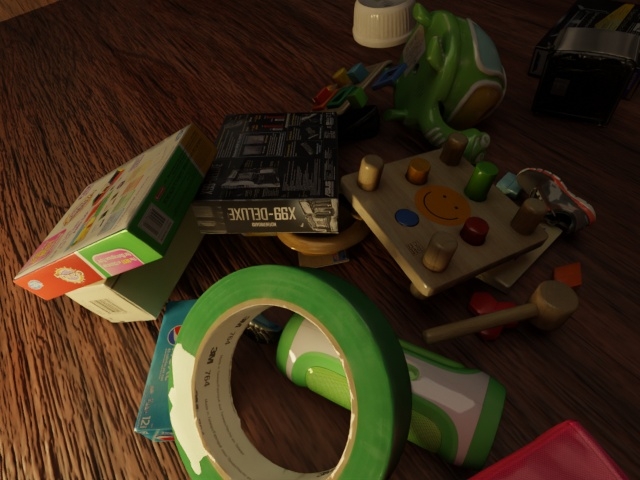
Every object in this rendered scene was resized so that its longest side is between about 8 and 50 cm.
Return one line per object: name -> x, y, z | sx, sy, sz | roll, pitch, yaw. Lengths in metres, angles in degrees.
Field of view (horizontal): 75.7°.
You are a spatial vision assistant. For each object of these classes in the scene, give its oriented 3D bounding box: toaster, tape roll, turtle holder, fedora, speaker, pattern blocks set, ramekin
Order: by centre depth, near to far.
tape roll -> -0.050, 0.192, 0.523 | 0.320, 0.077, 0.322 | -3, 84, 27
speaker -> 0.088, 0.192, 0.575 | 0.296, 0.131, 0.131 | 19, 57, 23
pattern blocks set -> 0.322, 0.004, 0.749 | 0.324, 0.026, 0.285 | -31, 54, -15
fedora -> 0.007, -0.026, 0.779 | 0.194, 0.079, 0.195 | 0, 46, 0
turtle holder -> 0.287, -0.340, 0.894 | 0.227, 0.244, 0.320 | 9, 35, -18
toaster -> 0.571, -0.360, 0.896 | 0.167, 0.186, 0.110 | 20, 62, 24
ramekin -> 0.200, -0.700, 1.275 | 0.206, 0.109, 0.207 | -4, 51, 6

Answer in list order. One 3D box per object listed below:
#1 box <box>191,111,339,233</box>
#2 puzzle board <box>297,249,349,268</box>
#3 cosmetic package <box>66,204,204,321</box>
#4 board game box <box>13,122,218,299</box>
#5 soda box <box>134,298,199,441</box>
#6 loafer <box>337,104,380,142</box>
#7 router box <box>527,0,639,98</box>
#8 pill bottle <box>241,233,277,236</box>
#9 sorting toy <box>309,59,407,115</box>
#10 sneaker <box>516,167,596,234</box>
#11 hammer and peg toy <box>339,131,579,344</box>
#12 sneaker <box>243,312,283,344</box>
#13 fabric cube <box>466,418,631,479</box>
box -> -0.085, -0.141, 0.787 | 0.242, 0.077, 0.308 | -1, 44, 2
puzzle board -> 0.000, 0.000, 0.818 | 0.096, 0.011, 0.128 | -10, 52, 0
cosmetic package -> -0.315, -0.008, 0.781 | 0.160, 0.113, 0.310 | -11, 46, 36
board game box -> -0.338, -0.045, 0.687 | 0.316, 0.064, 0.242 | -17, 42, 30
soda box -> -0.223, 0.202, 0.660 | 0.071, 0.067, 0.210 | -5, 52, 5
loafer -> 0.033, -0.271, 0.983 | 0.223, 0.078, 0.076 | -16, 51, -3
router box -> 0.718, -0.501, 1.047 | 0.242, 0.081, 0.309 | 30, 62, 29
pill bottle -> -0.129, -0.040, 0.837 | 0.116, 0.065, 0.065 | -2, 52, 9
sorting toy -> 0.049, -0.360, 0.968 | 0.196, 0.047, 0.347 | -46, 28, -11
sneaker -> 0.408, -0.072, 0.742 | 0.064, 0.061, 0.158 | -33, 53, -9
hammer and peg toy -> 0.217, -0.012, 0.646 | 0.265, 0.128, 0.361 | -18, 54, -22
sneaker -> -0.124, 0.115, 0.715 | 0.162, 0.064, 0.073 | 29, 58, 28
fabric cube -> 0.171, 0.359, 0.351 | 0.258, 0.254, 0.259 | -25, 53, -8
